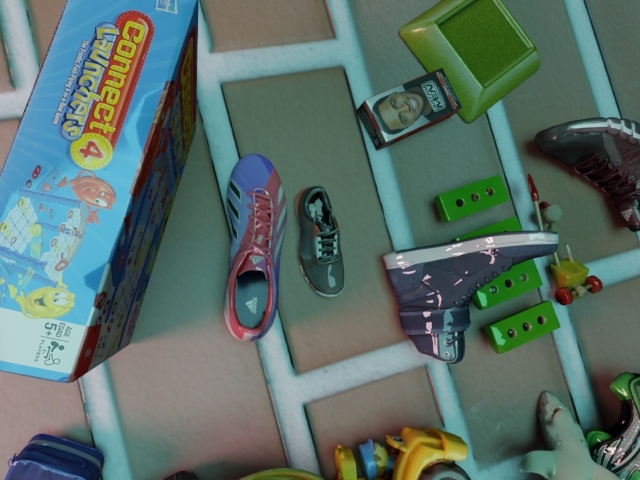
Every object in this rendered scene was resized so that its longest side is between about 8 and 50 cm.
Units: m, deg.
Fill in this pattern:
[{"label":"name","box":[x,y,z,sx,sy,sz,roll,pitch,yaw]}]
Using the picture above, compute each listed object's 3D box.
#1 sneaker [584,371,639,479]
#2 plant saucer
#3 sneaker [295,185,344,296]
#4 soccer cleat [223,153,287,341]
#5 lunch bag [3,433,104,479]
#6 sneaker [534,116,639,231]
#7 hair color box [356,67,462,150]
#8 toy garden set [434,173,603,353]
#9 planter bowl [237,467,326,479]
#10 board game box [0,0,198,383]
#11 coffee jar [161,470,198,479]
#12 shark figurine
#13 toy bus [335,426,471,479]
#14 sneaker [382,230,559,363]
[{"label":"sneaker","box":[0.446,0.358,0.693,0.147,0.134,0.343,18,84,26]},{"label":"plant saucer","box":[0.253,-0.315,0.761,0.188,0.045,0.188,-38,93,-15]},{"label":"sneaker","box":[0.000,0.000,0.643,0.061,0.065,0.157,-14,86,-15]},{"label":"soccer cleat","box":[-0.082,0.004,0.606,0.083,0.095,0.247,5,81,-13]},{"label":"lunch bag","box":[-0.301,0.264,0.532,0.099,0.065,0.067,26,92,-11]},{"label":"sneaker","box":[0.474,-0.097,0.758,0.282,0.106,0.162,3,84,-14]},{"label":"hair color box","box":[0.134,-0.197,0.716,0.141,0.043,0.071,-27,90,-15]},{"label":"toy garden set","box":[0.300,0.019,0.727,0.204,0.049,0.244,-19,86,-14]},{"label":"planter bowl","box":[-0.075,0.329,0.485,0.217,0.090,0.216,2,87,-31]},{"label":"board game box","box":[-0.206,-0.040,0.472,0.086,0.308,0.301,16,79,-13]},{"label":"coffee jar","box":[-0.212,0.340,0.526,0.185,0.096,0.079,-27,97,-15]},{"label":"shark figurine","box":[0.297,0.364,0.652,0.278,0.116,0.166,-34,60,-26]},{"label":"toy bus","box":[0.060,0.325,0.586,0.212,0.149,0.220,17,76,5]},{"label":"sneaker","box":[0.206,0.075,0.632,0.227,0.086,0.163,-14,83,29]}]
